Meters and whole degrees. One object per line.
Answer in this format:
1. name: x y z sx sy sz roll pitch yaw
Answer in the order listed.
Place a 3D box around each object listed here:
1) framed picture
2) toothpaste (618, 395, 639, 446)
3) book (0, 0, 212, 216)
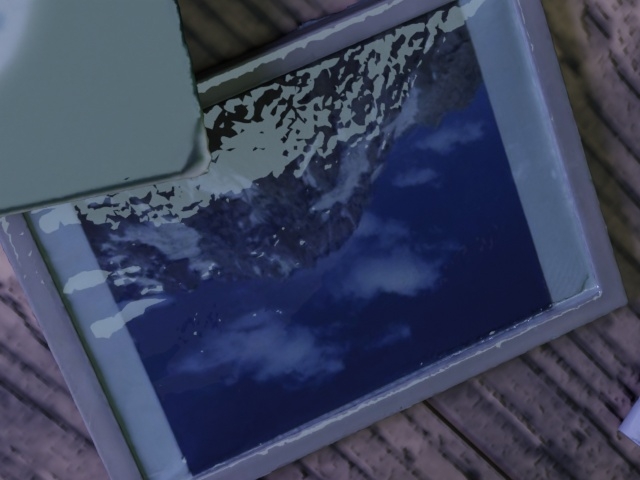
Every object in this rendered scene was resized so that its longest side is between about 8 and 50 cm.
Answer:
1. framed picture: 0.000 0.000 0.783 0.281 0.019 0.209 -26 114 -7
2. toothpaste: 0.225 0.032 0.853 0.071 0.045 0.193 36 89 -24
3. book: -0.200 -0.178 0.642 0.260 0.043 0.371 -12 106 -11
